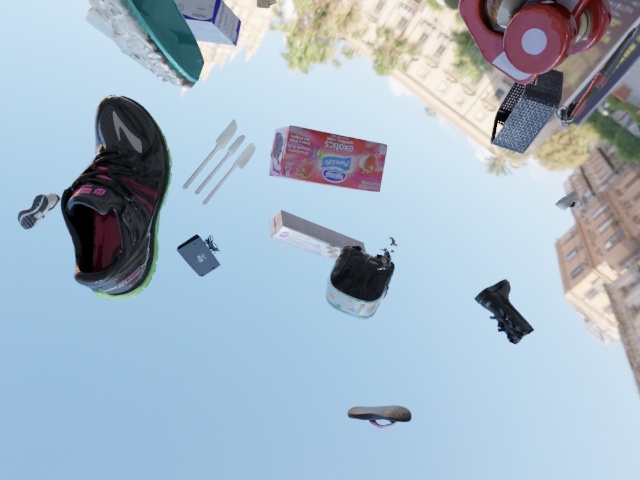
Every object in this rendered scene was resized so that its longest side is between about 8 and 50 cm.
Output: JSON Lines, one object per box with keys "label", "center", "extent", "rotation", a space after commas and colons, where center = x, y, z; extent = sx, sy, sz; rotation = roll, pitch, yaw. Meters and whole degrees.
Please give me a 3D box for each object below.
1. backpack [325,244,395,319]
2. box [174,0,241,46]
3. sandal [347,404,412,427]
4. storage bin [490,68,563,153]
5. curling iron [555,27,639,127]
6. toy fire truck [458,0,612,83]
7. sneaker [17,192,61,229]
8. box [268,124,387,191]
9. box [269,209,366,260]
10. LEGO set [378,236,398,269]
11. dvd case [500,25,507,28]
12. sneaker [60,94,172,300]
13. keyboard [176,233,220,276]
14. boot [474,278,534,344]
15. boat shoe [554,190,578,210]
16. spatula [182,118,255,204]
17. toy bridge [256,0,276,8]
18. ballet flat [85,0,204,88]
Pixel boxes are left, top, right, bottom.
{"label": "backpack", "center": [0.098, 0.124, 1.277], "extent": [0.166, 0.144, 0.188], "rotation": [23, -145, 6]}
{"label": "box", "center": [-0.288, -0.558, 1.185], "extent": [0.126, 0.072, 0.137], "rotation": [14, -178, 16]}
{"label": "sandal", "center": [0.152, 0.449, 1.192], "extent": [0.067, 0.179, 0.040], "rotation": [-11, -90, -56]}
{"label": "storage bin", "center": [0.481, -0.307, 1.104], "extent": [0.084, 0.180, 0.122], "rotation": [18, -120, 4]}
{"label": "curling iron", "center": [0.706, -0.416, 1.203], "extent": [0.035, 0.274, 0.068], "rotation": [20, -156, -29]}
{"label": "toy fire truck", "center": [0.326, -0.410, 0.702], "extent": [0.169, 0.302, 0.254], "rotation": [-32, -112, -32]}
{"label": "sneaker", "center": [-0.553, -0.057, 0.927], "extent": [0.040, 0.109, 0.044], "rotation": [57, -157, -7]}
{"label": "box", "center": [0.016, -0.194, 1.141], "extent": [0.257, 0.122, 0.128], "rotation": [6, -174, -22]}
{"label": "box", "center": [0.000, 0.000, 1.393], "extent": [0.324, 0.063, 0.067], "rotation": [20, -138, -35]}
{"label": "LEGO set", "center": [0.150, 0.033, 1.025], "extent": [0.023, 0.083, 0.054], "rotation": [8, -128, -25]}
{"label": "dvd case", "center": [0.613, -0.665, 1.528], "extent": [0.119, 0.013, 0.087], "rotation": [-103, -10, -48]}
{"label": "sneaker", "center": [-0.453, -0.110, 1.050], "extent": [0.202, 0.185, 0.482], "rotation": [51, -146, -78]}
{"label": "keyboard", "center": [-0.340, 0.033, 1.346], "extent": [0.100, 0.192, 0.038], "rotation": [-31, -117, -9]}
{"label": "boot", "center": [0.324, 0.121, 0.808], "extent": [0.121, 0.045, 0.099], "rotation": [-9, -127, -50]}
{"label": "boat shoe", "center": [0.618, -0.095, 1.165], "extent": [0.100, 0.035, 0.035], "rotation": [-20, -117, -41]}
{"label": "spatula", "center": [-0.291, -0.216, 1.373], "extent": [0.019, 0.242, 0.168], "rotation": [34, 172, 20]}
{"label": "toy bridge", "center": [-0.146, -0.635, 1.218], "extent": [0.063, 0.026, 0.188], "rotation": [-2, -142, -16]}
{"label": "ballet flat", "center": [-0.341, -0.418, 0.734], "extent": [0.147, 0.147, 0.409], "rotation": [-88, -27, -54]}
